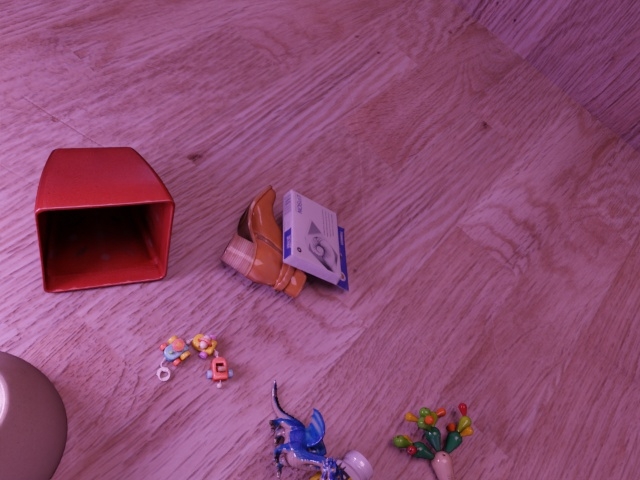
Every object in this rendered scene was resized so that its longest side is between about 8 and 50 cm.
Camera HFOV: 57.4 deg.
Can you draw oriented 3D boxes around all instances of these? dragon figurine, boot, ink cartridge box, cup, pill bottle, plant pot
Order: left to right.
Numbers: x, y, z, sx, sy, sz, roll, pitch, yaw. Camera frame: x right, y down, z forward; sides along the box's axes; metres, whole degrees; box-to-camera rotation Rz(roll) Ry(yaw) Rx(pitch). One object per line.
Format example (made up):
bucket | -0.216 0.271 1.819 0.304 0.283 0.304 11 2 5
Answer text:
cup | -0.624 0.322 1.021 0.332 0.237 0.330 11 57 -17
plant pot | -0.496 -0.069 1.317 0.268 0.267 0.235 -6 51 -25
boot | -0.110 0.000 1.516 0.220 0.109 0.283 29 45 -10
dragon figurine | -0.032 0.421 1.256 0.144 0.085 0.289 -9 31 -5
ink cartridge box | 0.000 0.000 1.532 0.224 0.045 0.223 27 43 -33
pill bottle | 0.025 0.531 1.236 0.184 0.103 0.103 -33 76 -34

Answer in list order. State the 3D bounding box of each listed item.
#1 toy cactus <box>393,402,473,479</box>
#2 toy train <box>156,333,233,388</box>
toy cactus | 0.284 0.482 1.385 0.219 0.112 0.180 -5 71 -34
toy train | -0.279 0.266 1.314 0.167 0.046 0.125 5 58 -20
